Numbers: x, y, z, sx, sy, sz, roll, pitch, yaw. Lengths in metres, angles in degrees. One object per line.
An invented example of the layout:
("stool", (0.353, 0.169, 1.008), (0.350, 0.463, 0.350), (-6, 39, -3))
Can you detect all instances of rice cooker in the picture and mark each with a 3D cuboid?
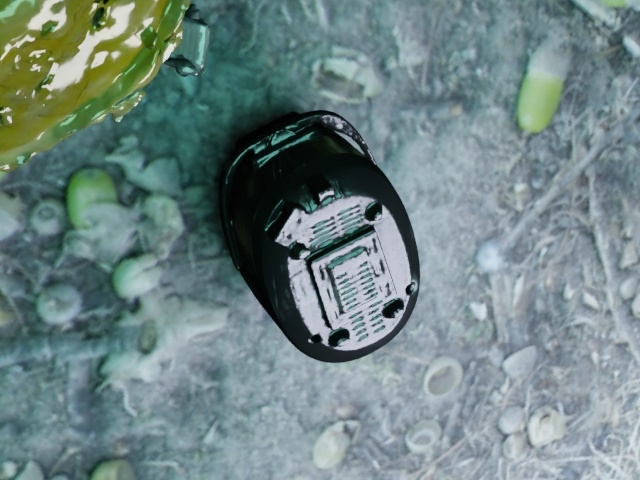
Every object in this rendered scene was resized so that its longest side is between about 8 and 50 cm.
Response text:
("rice cooker", (0.000, 0.000, 0.849), (0.112, 0.106, 0.165), (-28, 131, -10))

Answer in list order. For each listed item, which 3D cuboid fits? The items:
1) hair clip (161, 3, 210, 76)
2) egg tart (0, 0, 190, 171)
("hair clip", (-0.150, -0.127, 0.753), (0.172, 0.049, 0.116), (5, 102, -21))
("egg tart", (-0.212, -0.163, 0.632), (0.341, 0.132, 0.341), (-4, 111, -10))
